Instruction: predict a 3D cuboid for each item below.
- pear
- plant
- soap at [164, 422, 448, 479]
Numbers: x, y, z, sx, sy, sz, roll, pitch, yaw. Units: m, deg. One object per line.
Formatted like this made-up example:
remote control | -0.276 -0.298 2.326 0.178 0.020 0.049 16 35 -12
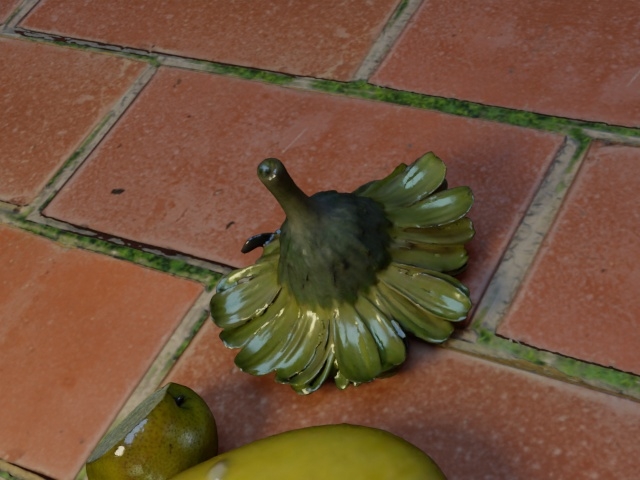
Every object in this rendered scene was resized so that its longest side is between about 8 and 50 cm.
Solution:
pear | -0.163 0.219 1.192 0.141 0.104 0.141 -46 6 6
plant | -0.009 0.011 1.281 0.261 0.297 0.306 -6 57 58
soap | -0.065 0.331 1.049 0.427 0.115 0.306 -20 51 2
